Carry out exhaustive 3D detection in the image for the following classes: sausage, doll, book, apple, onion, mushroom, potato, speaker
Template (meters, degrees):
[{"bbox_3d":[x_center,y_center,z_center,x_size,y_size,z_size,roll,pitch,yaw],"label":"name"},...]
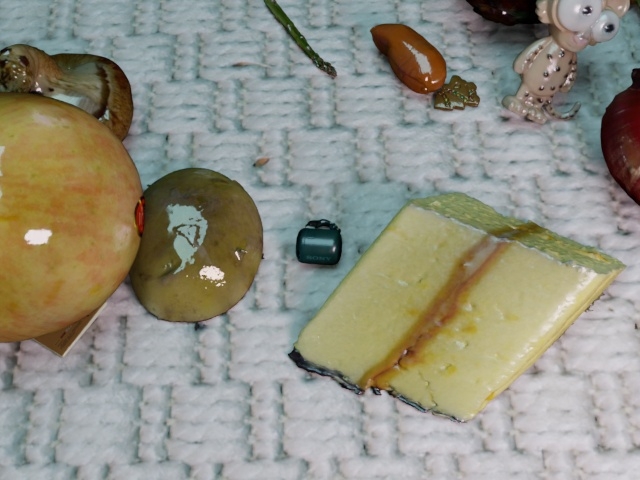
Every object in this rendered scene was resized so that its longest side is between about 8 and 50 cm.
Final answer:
[{"bbox_3d":[0.166,-0.342,1.757,0.089,0.089,0.179,-34,68,-16],"label":"sausage"},{"bbox_3d":[0.422,-0.336,1.644,0.154,0.278,0.119,10,26,-19],"label":"doll"},{"bbox_3d":[-0.456,0.109,1.569,0.172,0.012,0.118,28,65,18],"label":"book"},{"bbox_3d":[-0.474,-0.039,1.437,0.392,0.346,0.391,-5,74,19],"label":"apple"},{"bbox_3d":[0.633,-0.165,1.489,0.342,0.341,0.341,-2,59,3],"label":"onion"},{"bbox_3d":[-0.461,-0.255,1.690,0.267,0.254,0.267,12,60,-21],"label":"mushroom"},{"bbox_3d":[-0.212,-0.016,1.575,0.239,0.116,0.299,1,61,-1],"label":"potato"},{"bbox_3d":[0.000,-0.005,1.578,0.076,0.060,0.094,4,59,5],"label":"speaker"}]

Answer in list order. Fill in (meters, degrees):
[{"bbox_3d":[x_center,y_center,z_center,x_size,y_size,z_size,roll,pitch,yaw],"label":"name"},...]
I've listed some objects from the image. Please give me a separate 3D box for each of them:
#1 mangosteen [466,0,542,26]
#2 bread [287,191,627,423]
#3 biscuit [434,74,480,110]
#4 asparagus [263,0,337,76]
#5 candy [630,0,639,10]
[{"bbox_3d":[0.380,-0.548,1.737,0.311,0.311,0.311,-2,59,3],"label":"mangosteen"},{"bbox_3d":[0.220,0.110,1.518,0.346,0.242,0.404,36,101,18],"label":"bread"},{"bbox_3d":[0.248,-0.269,1.747,0.092,0.016,0.082,-25,61,-13],"label":"biscuit"},{"bbox_3d":[-0.042,-0.397,1.839,0.024,0.025,0.248,-1,46,-49],"label":"asparagus"},{"bbox_3d":[0.622,-0.415,1.780,0.084,0.078,0.287,-21,59,26],"label":"candy"}]
